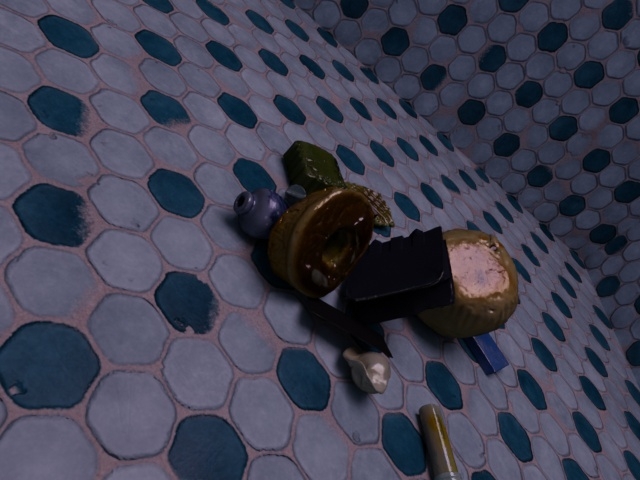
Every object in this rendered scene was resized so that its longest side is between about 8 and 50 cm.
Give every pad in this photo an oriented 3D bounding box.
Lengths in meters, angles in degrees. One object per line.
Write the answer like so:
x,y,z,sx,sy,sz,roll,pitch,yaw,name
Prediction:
0.075,0.231,1.482,0.265,0.009,0.159,32,9,-10,pad

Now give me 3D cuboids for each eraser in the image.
0.574,0.347,2.011,0.144,0.042,0.311,-2,55,-51,eraser

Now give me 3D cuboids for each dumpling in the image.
0.117,0.330,1.411,0.134,0.100,0.169,39,30,-5,dumpling

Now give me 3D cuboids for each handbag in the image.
0.243,0.098,1.646,0.329,0.303,0.122,-77,147,-57,handbag

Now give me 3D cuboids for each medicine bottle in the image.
0.314,0.547,1.431,0.074,0.074,0.218,28,33,-28,medicine bottle

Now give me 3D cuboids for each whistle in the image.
-0.074,-0.139,1.633,0.062,0.062,0.312,43,3,-5,whistle

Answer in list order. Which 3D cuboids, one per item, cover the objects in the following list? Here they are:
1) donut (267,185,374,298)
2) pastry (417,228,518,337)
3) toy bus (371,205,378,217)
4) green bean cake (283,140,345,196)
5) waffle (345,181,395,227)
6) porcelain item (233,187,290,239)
0.000,0.000,1.491,0.330,0.330,0.160,8,10,-46,donut
0.481,0.155,1.845,0.389,0.312,0.388,5,58,-8,pastry
0.053,-0.078,1.818,0.409,0.093,0.092,-6,58,-54,toy bus
-0.022,-0.241,1.897,0.200,0.113,0.214,17,42,-41,green bean cake
0.189,-0.140,2.096,0.214,0.054,0.207,13,47,-35,waffle
-0.132,-0.056,1.535,0.259,0.141,0.141,32,32,-41,porcelain item
